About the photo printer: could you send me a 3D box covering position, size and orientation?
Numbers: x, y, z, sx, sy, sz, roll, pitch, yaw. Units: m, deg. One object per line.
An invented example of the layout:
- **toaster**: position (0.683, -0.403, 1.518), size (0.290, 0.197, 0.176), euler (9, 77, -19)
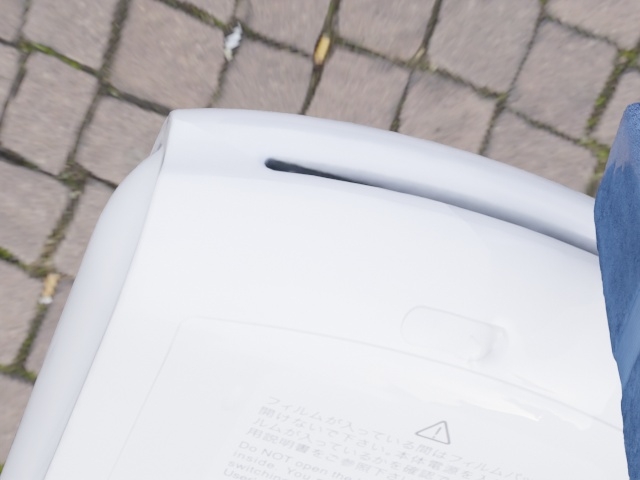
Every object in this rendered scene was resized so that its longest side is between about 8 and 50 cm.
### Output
- **photo printer**: position (0.012, 0.084, 0.619), size (0.256, 0.307, 0.107), euler (17, 46, -10)

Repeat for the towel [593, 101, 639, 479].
- **towel**: position (0.103, 0.023, 0.447), size (0.029, 0.067, 0.119), euler (1, 55, -4)
